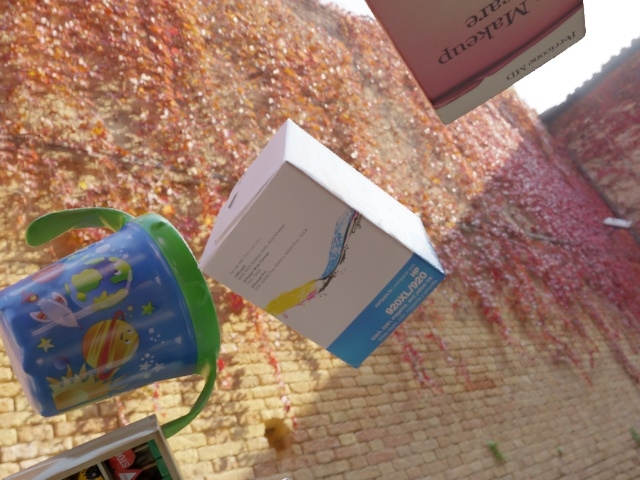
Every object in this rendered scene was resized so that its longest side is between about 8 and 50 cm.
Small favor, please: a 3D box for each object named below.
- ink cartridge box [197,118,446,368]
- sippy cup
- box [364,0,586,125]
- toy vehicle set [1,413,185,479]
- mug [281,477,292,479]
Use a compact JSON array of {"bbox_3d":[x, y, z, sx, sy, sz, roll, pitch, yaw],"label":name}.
[{"bbox_3d":[0.000,0.000,0.706,0.232,0.171,0.168,34,-69,-17],"label":"ink cartridge box"},{"bbox_3d":[-0.284,0.107,0.740,0.224,0.305,0.240,-24,-57,-33],"label":"sippy cup"},{"bbox_3d":[0.102,-0.219,0.439,0.148,0.127,0.232,-32,-27,17],"label":"box"},{"bbox_3d":[-0.221,0.342,0.648,0.165,0.035,0.267,-22,-67,-15],"label":"toy vehicle set"},{"bbox_3d":[-0.058,0.304,0.619,0.064,0.062,0.078,-23,5,14],"label":"mug"}]
